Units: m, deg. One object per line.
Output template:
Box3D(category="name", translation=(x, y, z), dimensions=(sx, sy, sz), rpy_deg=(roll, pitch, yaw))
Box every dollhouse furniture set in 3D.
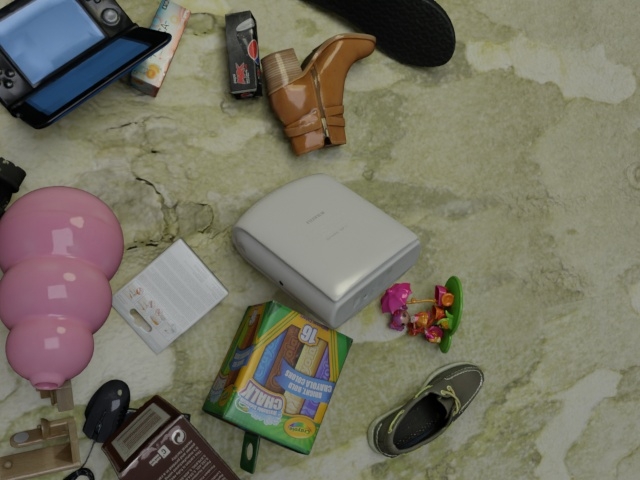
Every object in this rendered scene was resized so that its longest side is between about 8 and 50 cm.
Box3D(category="dollhouse furniture set", translation=(-0.476, 0.285, 1.143), dimensions=(0.123, 0.144, 0.151), rpy_deg=(-8, 121, -23))

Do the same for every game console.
Box3D(category="game console", translation=(-0.459, -0.356, 1.226), dimensions=(0.293, 0.173, 0.250), rpy_deg=(-41, 99, -19))

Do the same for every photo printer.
Box3D(category="photo printer", translation=(0.000, 0.000, 1.332), dimensions=(0.256, 0.107, 0.307), rpy_deg=(-34, 57, -31))

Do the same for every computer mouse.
Box3D(category="computer mouse", translation=(-0.403, 0.359, 1.203), dimensions=(0.071, 0.041, 0.242), rpy_deg=(21, 78, 0))

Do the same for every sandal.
Box3D(category="sandal", translation=(0.121, -0.542, 1.517), dimensions=(0.445, 0.167, 0.107), rpy_deg=(28, 55, -16))

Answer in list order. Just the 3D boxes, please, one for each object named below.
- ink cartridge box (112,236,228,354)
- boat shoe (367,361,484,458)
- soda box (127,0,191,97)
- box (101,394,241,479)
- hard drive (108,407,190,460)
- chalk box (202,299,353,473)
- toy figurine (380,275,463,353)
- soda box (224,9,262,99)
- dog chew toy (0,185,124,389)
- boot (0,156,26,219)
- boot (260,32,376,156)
Box3D(category="ink cartridge box", translation=(-0.288, 0.105, 1.315), dimensions=(0.179, 0.045, 0.145), rpy_deg=(-40, 99, -4))
Box3D(category="boat shoe", translation=(0.242, 0.357, 1.455), dimensions=(0.305, 0.091, 0.109), rpy_deg=(-29, 93, -24))
Box3D(category="soda box", translation=(-0.318, -0.380, 1.358), dimensions=(0.062, 0.058, 0.183), rpy_deg=(23, 73, -17))
Box3D(category="box", translation=(-0.192, 0.459, 1.183), dimensions=(0.143, 0.191, 0.381), rpy_deg=(-44, 106, -20))
Box3D(category="hard drive", translation=(-0.312, 0.360, 1.264), dimensions=(0.135, 0.022, 0.094), rpy_deg=(11, 77, -20))
Box3D(category="chalk box", translation=(-0.096, 0.281, 1.280), dimensions=(0.179, 0.180, 0.289), rpy_deg=(29, 71, -16))
Box3D(category="toy figurine", translation=(0.205, 0.154, 1.481), dimensions=(0.159, 0.130, 0.173), rpy_deg=(6, 104, -8))
Box3D(category="soda box", translation=(-0.158, -0.381, 1.416), dimensions=(0.060, 0.053, 0.169), rpy_deg=(-6, 84, 8))
Box3D(category="dog chew toy", translation=(-0.432, 0.078, 1.127), dimensions=(0.206, 0.207, 0.332), rpy_deg=(6, 59, -21))
Box3D(category="boot", translation=(-0.689, -0.066, 1.116), dimensions=(0.347, 0.131, 0.260), rpy_deg=(25, 73, -17))
Box3D(category="boot", translation=(0.026, -0.313, 1.466), dimensions=(0.283, 0.109, 0.220), rpy_deg=(-23, 95, -30))
